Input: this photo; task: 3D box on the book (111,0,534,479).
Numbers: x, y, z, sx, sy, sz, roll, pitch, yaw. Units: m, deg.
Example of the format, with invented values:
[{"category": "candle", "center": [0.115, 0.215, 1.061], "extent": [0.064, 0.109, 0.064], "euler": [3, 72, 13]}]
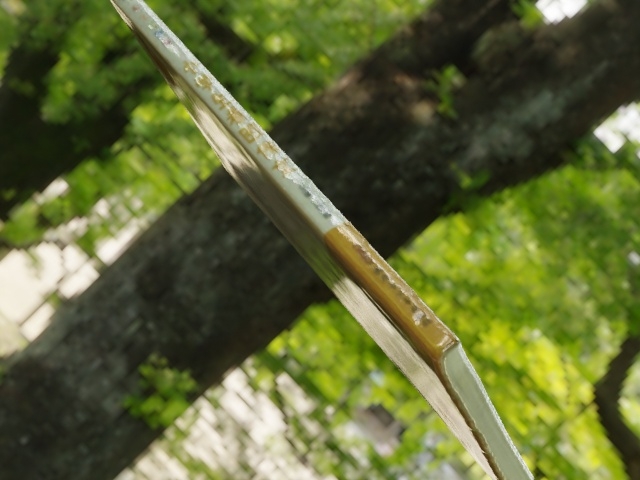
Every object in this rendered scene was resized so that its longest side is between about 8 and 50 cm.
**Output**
[{"category": "book", "center": [0.000, 0.000, 0.890], "extent": [0.295, 0.020, 0.208], "euler": [48, -4, 30]}]
